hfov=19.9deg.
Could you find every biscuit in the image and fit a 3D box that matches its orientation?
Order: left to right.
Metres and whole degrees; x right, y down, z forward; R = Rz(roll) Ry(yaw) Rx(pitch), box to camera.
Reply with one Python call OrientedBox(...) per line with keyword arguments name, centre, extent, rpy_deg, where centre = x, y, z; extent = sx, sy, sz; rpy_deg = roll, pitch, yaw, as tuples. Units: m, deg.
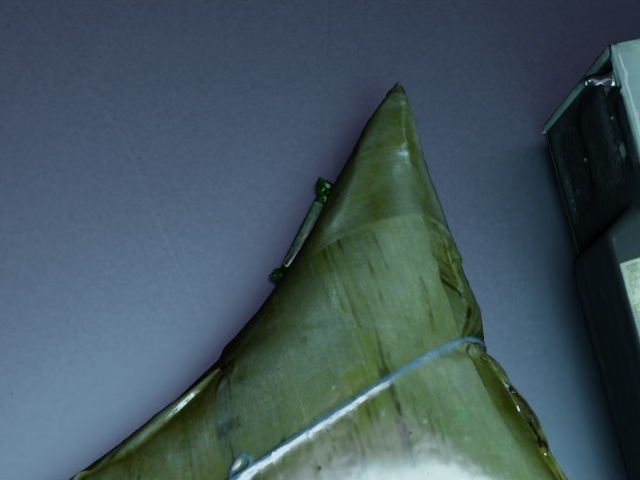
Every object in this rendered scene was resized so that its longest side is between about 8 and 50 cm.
OrientedBox(name="biscuit", centre=(0.000, 0.000, 1.396), extent=(0.046, 0.016, 0.089), rpy_deg=(27, 71, 0))

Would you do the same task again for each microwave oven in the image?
OrientedBox(name="microwave oven", centre=(0.338, 0.033, 1.341), extent=(0.286, 0.218, 0.355), rpy_deg=(-12, 77, -12))

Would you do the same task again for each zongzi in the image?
OrientedBox(name="zongzi", centre=(-0.045, 0.097, 1.292), extent=(0.356, 0.174, 0.393), rpy_deg=(-15, 68, -7))
